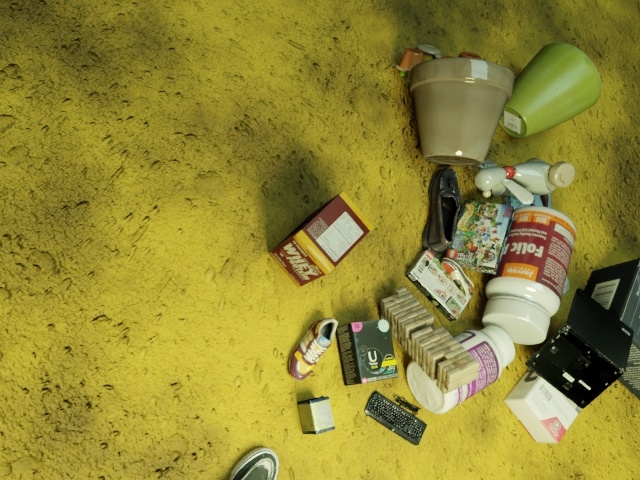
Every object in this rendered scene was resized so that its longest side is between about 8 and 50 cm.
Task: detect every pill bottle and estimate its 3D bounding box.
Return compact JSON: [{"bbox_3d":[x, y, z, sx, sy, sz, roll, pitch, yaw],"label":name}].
[{"bbox_3d":[0.406,0.355,1.734,0.302,0.169,0.169,-20,85,-29],"label":"pill bottle"},{"bbox_3d":[0.644,0.107,1.896,0.224,0.224,0.392,32,63,-15],"label":"pill bottle"}]

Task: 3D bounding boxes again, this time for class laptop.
[{"bbox_3d":[0.787,0.326,1.846,0.234,0.264,0.136,38,18,-4],"label":"laptop"}]

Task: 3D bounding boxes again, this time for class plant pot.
[{"bbox_3d":[0.428,-0.387,1.916,0.323,0.323,0.280,8,88,-24],"label":"plant pot"},{"bbox_3d":[0.773,-0.495,2.142,0.293,0.275,0.274,-39,94,-14],"label":"plant pot"}]

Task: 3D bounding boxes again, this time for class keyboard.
[{"bbox_3d":[0.218,0.478,1.679,0.192,0.038,0.100,35,62,-14],"label":"keyboard"}]

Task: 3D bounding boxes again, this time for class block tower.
[{"bbox_3d":[0.278,0.264,1.630,0.097,0.335,0.091,-18,128,-18],"label":"block tower"}]

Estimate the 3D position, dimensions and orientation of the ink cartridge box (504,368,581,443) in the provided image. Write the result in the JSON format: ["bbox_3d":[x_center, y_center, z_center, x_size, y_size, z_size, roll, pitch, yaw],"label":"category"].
[{"bbox_3d":[0.710,0.479,1.887,0.237,0.100,0.172,-39,94,-29],"label":"ink cartridge box"}]

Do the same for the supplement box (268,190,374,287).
[{"bbox_3d":[0.000,0.000,1.623,0.129,0.191,0.194,49,60,-6],"label":"supplement box"}]

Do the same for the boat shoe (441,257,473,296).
[{"bbox_3d":[0.407,0.110,1.837,0.137,0.049,0.043,48,62,-12],"label":"boat shoe"}]

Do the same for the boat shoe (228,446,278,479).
[{"bbox_3d":[-0.188,0.614,1.394,0.113,0.105,0.306,47,61,-7],"label":"boat shoe"}]

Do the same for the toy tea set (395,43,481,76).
[{"bbox_3d":[0.409,-0.566,2.046,0.336,0.124,0.200,9,32,-7],"label":"toy tea set"}]

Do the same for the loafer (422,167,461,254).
[{"bbox_3d":[0.398,-0.100,1.908,0.109,0.095,0.302,23,66,-19],"label":"loafer"}]

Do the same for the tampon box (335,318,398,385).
[{"bbox_3d":[0.124,0.301,1.646,0.120,0.101,0.161,-3,76,-28],"label":"tampon box"}]

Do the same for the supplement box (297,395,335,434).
[{"bbox_3d":[-0.012,0.444,1.546,0.056,0.083,0.083,-6,77,-27],"label":"supplement box"}]

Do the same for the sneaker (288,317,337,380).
[{"bbox_3d":[-0.018,0.279,1.592,0.070,0.084,0.185,35,62,-14],"label":"sneaker"}]

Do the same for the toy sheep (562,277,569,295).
[{"bbox_3d":[0.779,0.147,2.022,0.091,0.132,0.091,-7,57,11],"label":"toy sheep"}]

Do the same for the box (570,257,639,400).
[{"bbox_3d":[1.089,0.310,2.065,0.395,0.212,0.293,41,61,-11],"label":"box"}]

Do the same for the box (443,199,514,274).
[{"bbox_3d":[0.497,-0.014,1.903,0.233,0.159,0.044,-65,149,-26],"label":"box"}]

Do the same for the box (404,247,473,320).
[{"bbox_3d":[0.362,0.134,1.854,0.207,0.036,0.114,45,61,-8],"label":"box"}]

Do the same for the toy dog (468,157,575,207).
[{"bbox_3d":[0.650,-0.173,1.983,0.334,0.220,0.160,-3,105,-1],"label":"toy dog"}]

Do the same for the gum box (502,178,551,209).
[{"bbox_3d":[0.714,-0.121,2.104,0.184,0.041,0.156,11,70,-24],"label":"gum box"}]
